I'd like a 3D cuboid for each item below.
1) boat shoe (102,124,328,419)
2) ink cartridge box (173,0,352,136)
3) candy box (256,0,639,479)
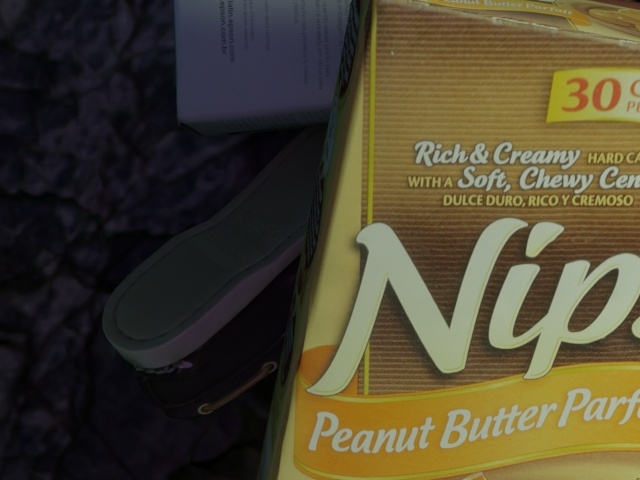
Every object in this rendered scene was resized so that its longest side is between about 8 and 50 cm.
[{"bbox_3d":[0.000,0.000,0.915,0.228,0.081,0.069,-36,131,-10],"label":"boat shoe"},{"bbox_3d":[0.036,-0.170,0.898,0.224,0.045,0.223,-4,82,16],"label":"ink cartridge box"},{"bbox_3d":[0.078,0.045,0.835,0.183,0.087,0.316,10,111,-5],"label":"candy box"}]
